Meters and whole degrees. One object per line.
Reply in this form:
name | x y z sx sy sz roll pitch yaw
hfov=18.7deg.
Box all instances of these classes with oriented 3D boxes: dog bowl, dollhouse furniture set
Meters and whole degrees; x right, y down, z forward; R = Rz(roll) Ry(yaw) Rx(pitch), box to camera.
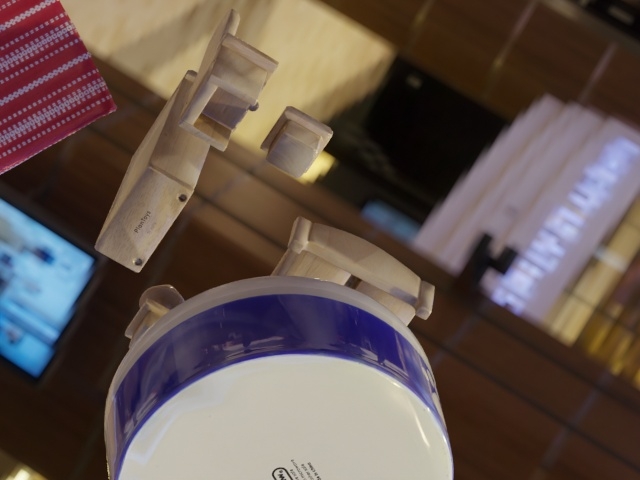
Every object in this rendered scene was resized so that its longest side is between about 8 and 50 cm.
dog bowl | -0.033 0.164 1.504 0.104 0.265 0.265 -104 -145 -58
dollhouse furniture set | 0.000 0.000 1.748 0.303 0.356 0.174 -55 -168 32

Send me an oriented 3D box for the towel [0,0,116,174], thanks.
towel | -0.339 -0.194 1.799 0.199 0.274 0.031 -30 -176 -4
